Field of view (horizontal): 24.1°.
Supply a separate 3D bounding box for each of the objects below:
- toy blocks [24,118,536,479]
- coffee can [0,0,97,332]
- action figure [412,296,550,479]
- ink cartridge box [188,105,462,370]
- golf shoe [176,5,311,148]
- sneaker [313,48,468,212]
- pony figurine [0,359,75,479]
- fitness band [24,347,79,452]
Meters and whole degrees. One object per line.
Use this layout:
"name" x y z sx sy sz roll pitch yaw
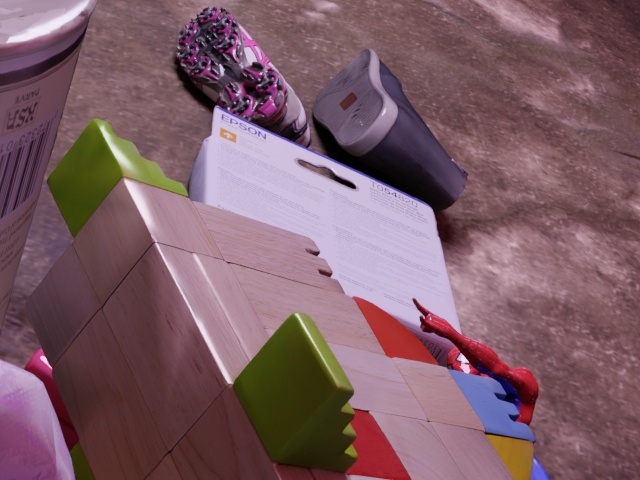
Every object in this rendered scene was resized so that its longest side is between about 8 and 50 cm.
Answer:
"toy blocks" 0.017 0.125 0.783 0.261 0.191 0.381 17 31 -45
"coffee can" -0.226 -0.018 0.653 0.201 0.275 0.201 16 31 -10
"action figure" 0.102 0.149 0.995 0.139 0.091 0.280 29 25 -25
"ink cartridge box" 0.000 0.000 1.199 0.223 0.045 0.224 24 26 -15
"golf shoe" -0.071 -0.142 1.366 0.086 0.067 0.186 46 7 -48
"sneaker" 0.064 -0.099 1.424 0.118 0.083 0.222 42 15 -21
"pony figurine" -0.097 0.163 0.478 0.351 0.363 0.303 -21 98 -47
"fitness band" -0.141 0.155 0.788 0.291 0.054 0.209 33 29 6
